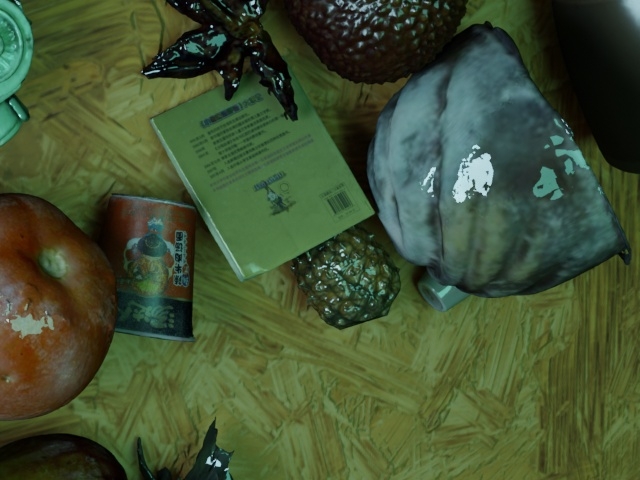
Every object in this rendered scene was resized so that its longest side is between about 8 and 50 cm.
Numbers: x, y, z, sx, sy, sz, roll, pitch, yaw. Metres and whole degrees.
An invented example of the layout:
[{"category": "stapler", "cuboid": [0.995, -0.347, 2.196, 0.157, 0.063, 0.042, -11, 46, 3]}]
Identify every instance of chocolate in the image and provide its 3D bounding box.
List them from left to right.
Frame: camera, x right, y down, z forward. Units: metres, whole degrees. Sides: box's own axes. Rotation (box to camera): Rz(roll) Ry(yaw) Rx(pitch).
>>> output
[{"category": "chocolate", "cuboid": [0.164, -0.056, 2.086, 0.213, 0.303, 0.303, -30, 119, 1]}]

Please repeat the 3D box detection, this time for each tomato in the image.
[{"category": "tomato", "cuboid": [-0.294, 0.066, 1.839, 0.208, 0.208, 0.184, 23, 133, -35]}]

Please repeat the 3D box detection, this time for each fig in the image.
[{"category": "fig", "cuboid": [-0.308, 0.271, 1.900, 0.274, 0.145, 0.170, 4, 96, -45]}]

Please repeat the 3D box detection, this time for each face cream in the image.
[{"category": "face cream", "cuboid": [0.184, 0.004, 2.225, 0.182, 0.051, 0.072, -43, 117, -19]}]

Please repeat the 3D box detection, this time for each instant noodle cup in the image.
[{"category": "instant noodle cup", "cuboid": [-0.174, 0.026, 1.962, 0.127, 0.127, 0.136, 10, 88, -35]}]

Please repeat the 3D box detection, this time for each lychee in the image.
[{"category": "lychee", "cuboid": [0.058, -0.251, 2.007, 0.194, 0.194, 0.194, -8, 106, -32]}]

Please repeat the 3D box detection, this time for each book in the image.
[{"category": "book", "cuboid": [-0.057, -0.074, 2.015, 0.168, 0.013, 0.192, -28, 85, -25]}]

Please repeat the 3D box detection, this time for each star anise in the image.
[{"category": "star anise", "cuboid": [-0.103, -0.210, 1.975, 0.157, 0.053, 0.212, -5, 119, -1]}]

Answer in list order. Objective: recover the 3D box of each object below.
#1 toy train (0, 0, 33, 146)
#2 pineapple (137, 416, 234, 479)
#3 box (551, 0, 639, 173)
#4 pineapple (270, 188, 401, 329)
[{"category": "toy train", "cuboid": [-0.391, -0.174, 1.720, 0.238, 0.167, 0.299, -43, 111, -22]}, {"category": "pineapple", "cuboid": [-0.123, 0.375, 2.068, 0.165, 0.165, 0.365, -24, 105, -27]}, {"category": "box", "cuboid": [0.408, -0.238, 2.189, 0.301, 0.301, 0.216, -36, 111, -21]}, {"category": "pineapple", "cuboid": [0.000, 0.000, 2.082, 0.108, 0.108, 0.198, -43, 108, -18]}]
